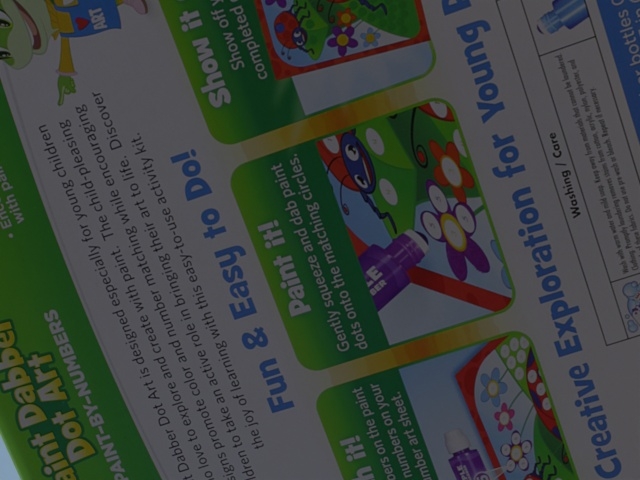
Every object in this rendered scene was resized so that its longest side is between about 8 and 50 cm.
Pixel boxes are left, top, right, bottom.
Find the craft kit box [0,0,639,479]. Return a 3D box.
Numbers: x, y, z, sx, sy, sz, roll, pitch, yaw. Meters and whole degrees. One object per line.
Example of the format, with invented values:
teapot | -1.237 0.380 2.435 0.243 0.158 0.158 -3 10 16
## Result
craft kit box | 0.000 0.000 0.386 0.061 0.247 0.249 -87 -22 -77
